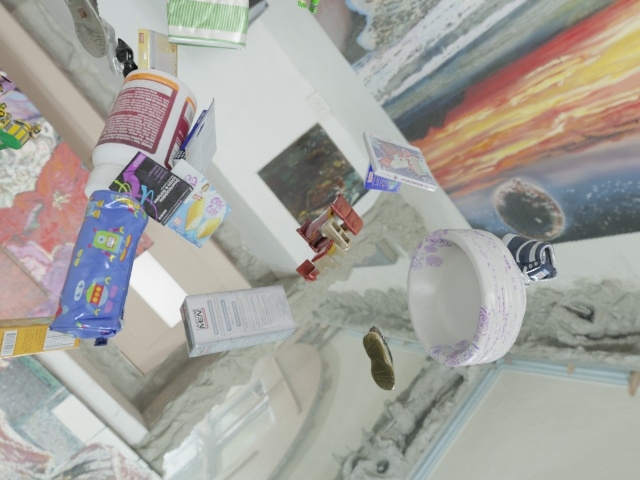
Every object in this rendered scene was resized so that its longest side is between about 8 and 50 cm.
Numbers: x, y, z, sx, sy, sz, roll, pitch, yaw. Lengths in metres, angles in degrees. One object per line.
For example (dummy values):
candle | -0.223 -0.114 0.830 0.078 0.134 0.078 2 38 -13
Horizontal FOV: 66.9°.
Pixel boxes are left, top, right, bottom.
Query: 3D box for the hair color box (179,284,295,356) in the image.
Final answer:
hair color box | -0.296 0.283 1.743 0.374 0.185 0.113 -3 151 -31

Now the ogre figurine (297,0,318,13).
ogre figurine | -0.065 -1.005 1.894 0.096 0.197 0.118 -21 173 -37

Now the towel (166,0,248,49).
towel | -0.337 -0.746 1.446 0.247 0.325 0.038 0 -173 -15

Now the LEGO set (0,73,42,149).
LEGO set | -0.967 -0.378 1.408 0.331 0.255 0.192 -16 -138 32

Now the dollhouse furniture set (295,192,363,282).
dollhouse furniture set | 0.000 0.000 1.739 0.201 0.152 0.374 -35 -170 30

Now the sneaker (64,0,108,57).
sneaker | -0.662 -0.649 1.400 0.083 0.222 0.118 -12 -153 4

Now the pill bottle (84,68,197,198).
pill bottle | -0.516 -0.276 1.403 0.224 0.224 0.392 -25 -132 52

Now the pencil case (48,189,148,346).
pencil case | -0.436 0.053 0.978 0.119 0.133 0.306 132 -34 -66

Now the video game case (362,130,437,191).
video game case | 0.214 -0.221 1.329 0.201 0.183 0.023 -98 -152 -48

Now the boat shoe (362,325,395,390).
boat shoe | 0.195 0.372 1.533 0.080 0.224 0.073 -8 -156 29

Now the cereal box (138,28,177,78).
cereal box | -0.573 -0.643 1.717 0.047 0.173 0.240 7 -164 5

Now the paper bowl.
paper bowl | 0.314 0.116 1.028 0.148 0.284 0.284 -2 177 -21

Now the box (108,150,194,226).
box | -0.396 -0.122 1.133 0.116 0.162 0.029 -56 171 -12

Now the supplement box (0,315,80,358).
supplement box | -0.706 0.230 1.173 0.233 0.078 0.080 12 92 -62

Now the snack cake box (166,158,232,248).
snack cake box | -0.341 -0.087 1.279 0.152 0.089 0.264 -51 169 -8

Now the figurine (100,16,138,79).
figurine | -0.708 -0.658 1.723 0.092 0.215 0.209 -35 160 -18

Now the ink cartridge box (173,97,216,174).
ink cartridge box | -0.370 -0.277 1.439 0.224 0.045 0.223 107 0 -55

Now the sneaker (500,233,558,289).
sneaker | 0.512 0.118 1.266 0.153 0.099 0.282 12 -103 56

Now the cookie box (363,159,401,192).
cookie box | 0.190 -0.196 1.449 0.040 0.107 0.092 -90 -171 -48
